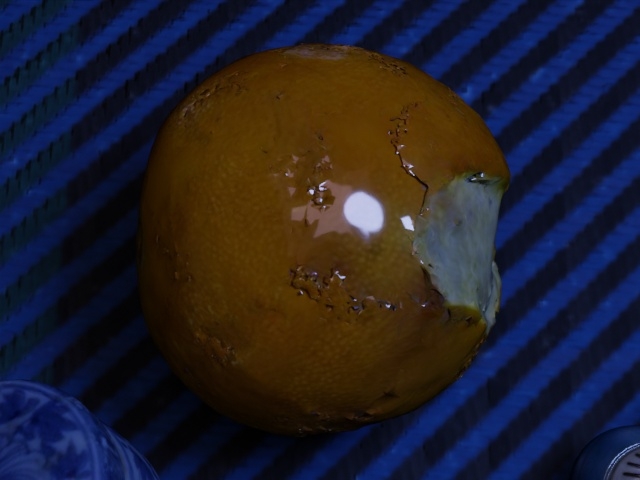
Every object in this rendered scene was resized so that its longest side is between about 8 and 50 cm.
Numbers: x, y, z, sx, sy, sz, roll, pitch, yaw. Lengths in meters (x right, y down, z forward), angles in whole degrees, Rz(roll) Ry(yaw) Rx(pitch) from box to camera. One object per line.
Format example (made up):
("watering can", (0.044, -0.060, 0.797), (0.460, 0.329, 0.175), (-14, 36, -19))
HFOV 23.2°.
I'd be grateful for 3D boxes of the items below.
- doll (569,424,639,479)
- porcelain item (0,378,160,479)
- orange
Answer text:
("doll", (0.191, 0.178, 0.960), (0.114, 0.085, 0.152), (20, 79, -20))
("porcelain item", (-0.171, 0.164, 0.913), (0.147, 0.114, 0.147), (-8, 61, 15))
("orange", (0.000, 0.000, 0.933), (0.240, 0.240, 0.240), (1, 70, -2))
